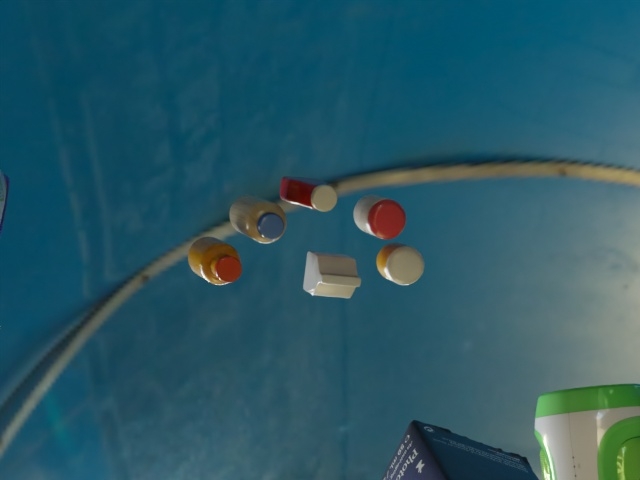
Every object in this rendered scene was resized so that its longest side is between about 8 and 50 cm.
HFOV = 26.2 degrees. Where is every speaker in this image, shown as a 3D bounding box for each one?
[{"bbox_3d":[0.291,0.298,1.383,0.131,0.296,0.131,-5,-11,-1],"label":"speaker"}]

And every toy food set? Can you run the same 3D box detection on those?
[{"bbox_3d":[0.000,0.000,1.308,0.232,0.111,0.104,6,6,-17],"label":"toy food set"}]

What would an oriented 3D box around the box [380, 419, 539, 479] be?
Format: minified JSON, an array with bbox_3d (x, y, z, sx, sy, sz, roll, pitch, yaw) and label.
[{"bbox_3d":[0.150,0.414,1.582,0.183,0.294,0.296,21,-78,-18],"label":"box"}]

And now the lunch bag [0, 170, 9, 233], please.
[{"bbox_3d":[-0.543,0.038,1.770,0.239,0.385,0.328,10,-15,0],"label":"lunch bag"}]
